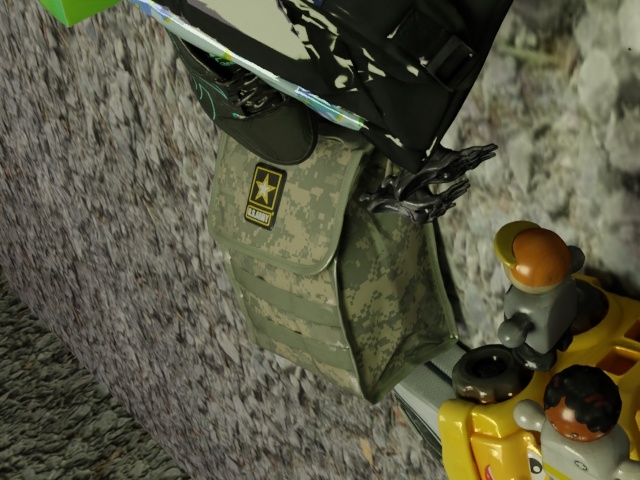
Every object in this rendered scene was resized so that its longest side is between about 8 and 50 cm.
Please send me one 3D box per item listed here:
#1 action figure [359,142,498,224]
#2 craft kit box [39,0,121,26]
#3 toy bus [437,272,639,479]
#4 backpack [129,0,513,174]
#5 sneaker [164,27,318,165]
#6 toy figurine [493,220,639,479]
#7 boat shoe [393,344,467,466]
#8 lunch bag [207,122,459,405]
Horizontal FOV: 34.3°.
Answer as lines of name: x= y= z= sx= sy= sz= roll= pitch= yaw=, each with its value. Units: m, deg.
action figure: x=0.052 y=-0.153 z=0.885 sx=0.164 sy=0.141 sz=0.275 roll=98 pitch=149 yaw=-65
craft kit box: x=-0.147 y=-0.339 z=0.866 sx=0.061 sy=0.247 sz=0.250 roll=44 pitch=154 yaw=33
toy bus: x=0.237 y=0.147 z=0.844 sx=0.211 sy=0.220 sz=0.149 roll=15 pitch=131 yaw=46
backpack: x=-0.039 y=-0.255 z=0.701 sx=0.356 sy=0.273 sz=0.290 roll=18 pitch=114 yaw=-8
sneaker: x=-0.081 y=-0.156 z=0.918 sx=0.267 sy=0.101 sz=0.106 roll=54 pitch=-171 yaw=-35
toy figurine: x=0.232 y=0.071 z=0.722 sx=0.148 sy=0.210 sz=0.213 roll=75 pitch=-170 yaw=-47
boat shoe: x=0.198 y=0.229 z=1.147 sx=0.335 sy=0.121 sz=0.119 roll=47 pitch=165 yaw=36
lunch bag: x=0.000 y=0.000 z=1.128 sx=0.235 sy=0.169 sz=0.287 roll=20 pitch=133 yaw=49
